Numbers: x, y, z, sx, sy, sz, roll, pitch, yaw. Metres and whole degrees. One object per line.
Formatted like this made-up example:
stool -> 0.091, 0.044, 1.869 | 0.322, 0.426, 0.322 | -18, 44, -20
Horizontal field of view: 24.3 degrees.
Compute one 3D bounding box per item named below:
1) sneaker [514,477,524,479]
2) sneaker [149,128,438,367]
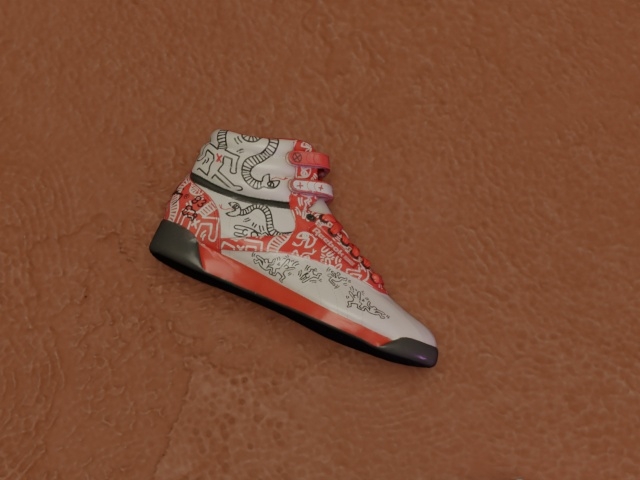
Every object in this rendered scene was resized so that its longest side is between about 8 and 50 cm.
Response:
sneaker -> 0.189, 0.280, 1.219 | 0.293, 0.108, 0.169 | 3, 80, 1
sneaker -> -0.001, -0.001, 1.291 | 0.270, 0.090, 0.145 | 24, 80, 7
